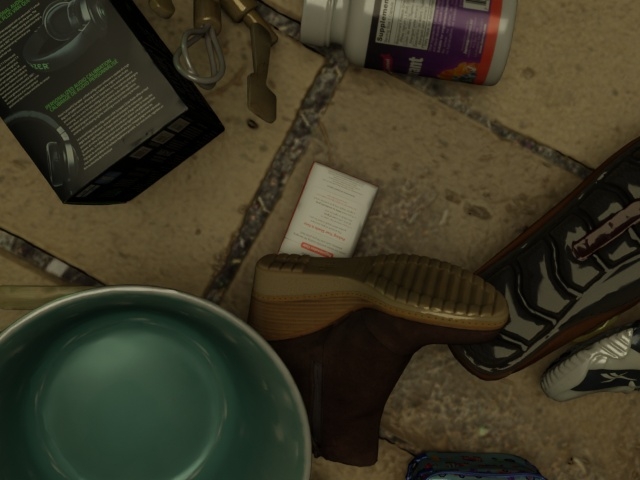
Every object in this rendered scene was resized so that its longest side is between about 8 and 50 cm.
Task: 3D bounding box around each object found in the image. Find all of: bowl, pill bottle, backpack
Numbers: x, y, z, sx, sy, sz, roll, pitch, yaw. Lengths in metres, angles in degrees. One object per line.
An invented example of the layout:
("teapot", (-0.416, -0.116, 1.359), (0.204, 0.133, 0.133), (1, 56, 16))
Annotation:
("bowl", (-0.173, 0.177, 0.962), (0.311, 0.163, 0.311), (-1, 99, -9))
("pill bottle", (0.081, -0.212, 0.991), (0.193, 0.108, 0.108), (9, 92, 1))
("backpack", (0.152, 0.272, 0.972), (0.158, 0.173, 0.117), (3, 92, 1))

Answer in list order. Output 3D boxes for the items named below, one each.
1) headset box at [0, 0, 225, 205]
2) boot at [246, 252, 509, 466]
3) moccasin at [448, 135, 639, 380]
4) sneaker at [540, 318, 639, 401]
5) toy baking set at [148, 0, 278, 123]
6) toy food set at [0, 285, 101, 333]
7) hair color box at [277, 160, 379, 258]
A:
("headset box", (-0.230, -0.182, 0.926), (0.131, 0.246, 0.283), (-36, 92, 2))
("boot", (0.052, 0.118, 0.968), (0.248, 0.090, 0.207), (7, 119, 22))
("moccasin", (0.289, 0.006, 0.990), (0.380, 0.147, 0.139), (-41, 76, 5))
("sneaker", (0.343, 0.143, 1.004), (0.235, 0.094, 0.153), (-22, 83, -9))
("toy baking set", (-0.116, -0.214, 0.962), (0.030, 0.197, 0.256), (-39, 95, 30))
("toy food set", (-0.271, 0.140, 1.039), (0.132, 0.038, 0.192), (-2, 92, 1))
("hair color box", (0.000, 0.000, 1.030), (0.072, 0.043, 0.141), (22, 91, -1))
